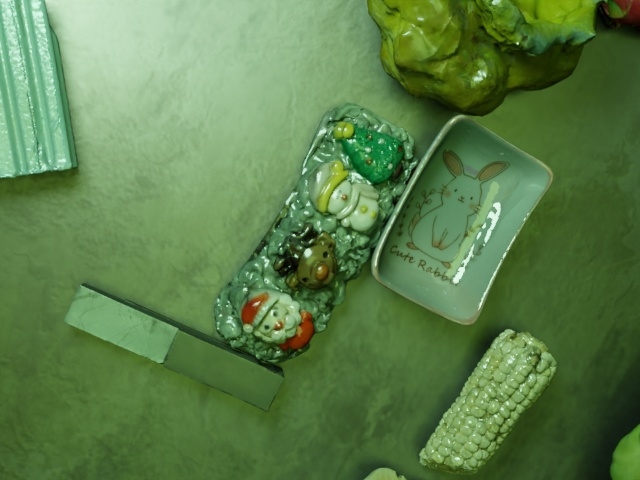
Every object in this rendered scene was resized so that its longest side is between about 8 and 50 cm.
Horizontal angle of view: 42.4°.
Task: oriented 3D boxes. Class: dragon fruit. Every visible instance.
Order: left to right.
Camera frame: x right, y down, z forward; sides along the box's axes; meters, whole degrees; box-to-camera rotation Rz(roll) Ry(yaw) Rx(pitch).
[{"bbox_3d":[0.367,-0.289,0.971,0.086,0.081,0.116,-37,128,-7],"label":"dragon fruit"}]

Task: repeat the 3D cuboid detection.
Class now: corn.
[{"bbox_3d":[0.204,0.204,0.996,0.087,0.087,0.211,34,90,-9],"label":"corn"}]

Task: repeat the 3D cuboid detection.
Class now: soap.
[{"bbox_3d":[-0.340,-0.168,0.900,0.114,0.063,0.198,-7,97,-8],"label":"soap"}]

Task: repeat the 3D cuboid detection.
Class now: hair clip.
[{"bbox_3d":[0.001,-0.001,0.946,0.138,0.091,0.321,29,93,-12],"label":"hair clip"}]

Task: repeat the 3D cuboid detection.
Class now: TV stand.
[{"bbox_3d":[-0.168,0.124,0.963,0.256,0.040,0.049,25,93,-9],"label":"TV stand"}]

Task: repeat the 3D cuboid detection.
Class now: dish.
[{"bbox_3d":[0.153,-0.025,0.963,0.151,0.077,0.212,28,92,-18],"label":"dish"}]

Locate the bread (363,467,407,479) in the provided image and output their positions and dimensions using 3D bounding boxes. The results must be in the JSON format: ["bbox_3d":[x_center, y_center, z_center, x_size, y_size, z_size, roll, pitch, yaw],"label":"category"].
[{"bbox_3d":[0.114,0.395,0.948,0.182,0.251,0.039,27,131,-24],"label":"bread"}]

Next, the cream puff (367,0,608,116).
[{"bbox_3d":[0.182,-0.260,0.876,0.282,0.185,0.282,-5,115,-11],"label":"cream puff"}]

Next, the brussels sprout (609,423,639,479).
[{"bbox_3d":[0.491,0.301,0.980,0.259,0.227,0.294,2,120,-14],"label":"brussels sprout"}]
